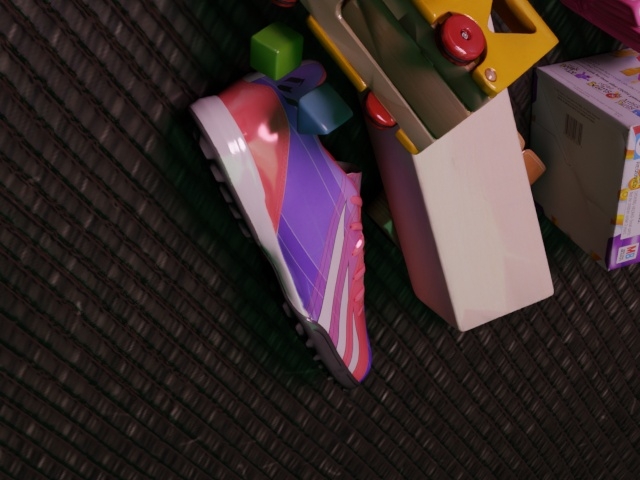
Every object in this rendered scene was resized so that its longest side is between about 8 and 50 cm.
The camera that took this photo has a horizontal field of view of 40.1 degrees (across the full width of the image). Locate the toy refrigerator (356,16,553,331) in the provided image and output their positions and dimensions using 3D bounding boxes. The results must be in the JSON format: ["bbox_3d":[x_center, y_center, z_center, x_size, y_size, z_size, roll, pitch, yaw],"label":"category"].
[{"bbox_3d":[0.098,-0.078,0.684,0.094,0.102,0.269,-21,107,-9],"label":"toy refrigerator"}]

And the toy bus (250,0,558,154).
[{"bbox_3d":[0.049,-0.158,0.535,0.104,0.191,0.202,-40,138,-33],"label":"toy bus"}]

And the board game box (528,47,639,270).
[{"bbox_3d":[0.347,-0.095,0.797,0.275,0.144,0.142,-14,125,-13],"label":"board game box"}]

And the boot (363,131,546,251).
[{"bbox_3d":[0.148,-0.018,0.810,0.152,0.073,0.197,-42,129,0],"label":"boot"}]

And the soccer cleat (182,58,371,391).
[{"bbox_3d":[0.000,0.000,0.739,0.116,0.108,0.318,-30,124,-8],"label":"soccer cleat"}]

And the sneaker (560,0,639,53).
[{"bbox_3d":[0.246,-0.230,0.666,0.111,0.103,0.252,-47,153,2],"label":"sneaker"}]
